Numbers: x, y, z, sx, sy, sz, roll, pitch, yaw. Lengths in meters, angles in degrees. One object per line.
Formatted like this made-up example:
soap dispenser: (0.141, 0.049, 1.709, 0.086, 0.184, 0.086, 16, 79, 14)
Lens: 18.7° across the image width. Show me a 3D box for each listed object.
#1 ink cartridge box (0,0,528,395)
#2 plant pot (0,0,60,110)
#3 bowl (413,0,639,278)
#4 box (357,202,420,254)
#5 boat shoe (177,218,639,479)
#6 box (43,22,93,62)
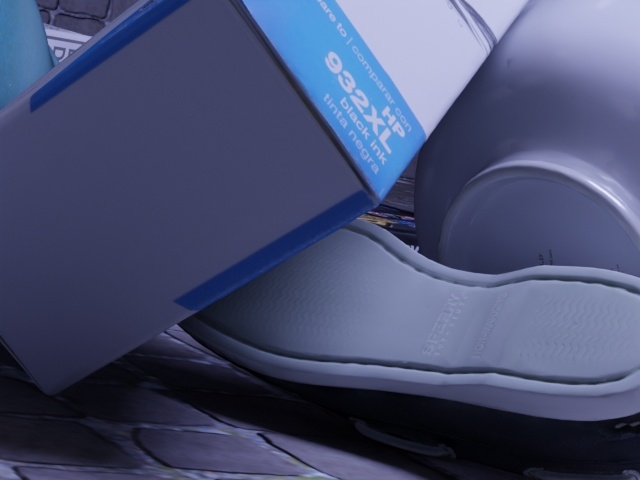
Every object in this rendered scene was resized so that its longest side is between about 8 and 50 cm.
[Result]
ink cartridge box: (-0.037, -0.083, 0.993, 0.223, 0.129, 0.307, -31, 11, 32)
plant pot: (-0.267, -0.091, 1.095, 0.272, 0.271, 0.255, 13, -8, 19)
bowl: (0.157, 0.003, 1.057, 0.298, 0.297, 0.134, 15, 32, 35)
box: (0.000, 0.000, 1.619, 0.293, 0.073, 0.295, 17, 7, 39)
boat shoe: (0.051, 0.062, 1.000, 0.303, 0.114, 0.091, 14, -37, 37)
box: (-0.320, -0.101, 1.465, 0.290, 0.169, 0.087, 7, 7, -45)
